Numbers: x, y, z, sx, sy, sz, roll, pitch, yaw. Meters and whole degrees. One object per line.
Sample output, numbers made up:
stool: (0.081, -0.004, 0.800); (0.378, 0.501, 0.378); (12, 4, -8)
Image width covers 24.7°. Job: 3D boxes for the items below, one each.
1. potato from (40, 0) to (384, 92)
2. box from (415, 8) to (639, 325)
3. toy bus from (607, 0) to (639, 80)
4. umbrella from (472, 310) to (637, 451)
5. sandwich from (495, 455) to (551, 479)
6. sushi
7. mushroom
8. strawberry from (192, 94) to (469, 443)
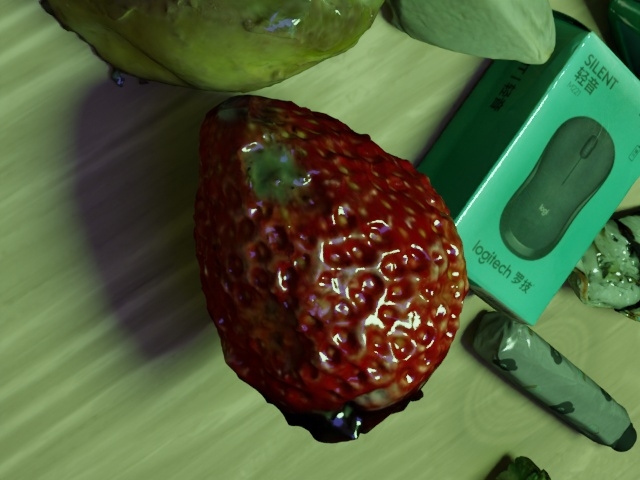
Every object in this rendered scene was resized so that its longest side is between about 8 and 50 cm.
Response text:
potato: (-0.075, -0.246, 1.329); (0.289, 0.237, 0.301); (-43, 126, -10)
box: (0.245, -0.083, 1.682); (0.205, 0.118, 0.311); (37, 88, -39)
toy bus: (0.494, -0.306, 1.693); (0.343, 0.199, 0.183); (-48, 147, -8)
umbrella: (0.309, 0.189, 1.865); (0.337, 0.073, 0.067); (38, 88, -38)
sandwich: (0.242, 0.377, 1.891); (0.160, 0.109, 0.184); (-20, 123, -2)
sushi: (0.377, 0.047, 1.830); (0.273, 0.134, 0.109); (-10, 146, -40)
mushroom: (0.116, -0.326, 1.449); (0.137, 0.154, 0.407); (-57, 142, -21)
strawberry: (0.011, 0.007, 1.451); (0.292, 0.292, 0.309); (-15, 132, -27)
